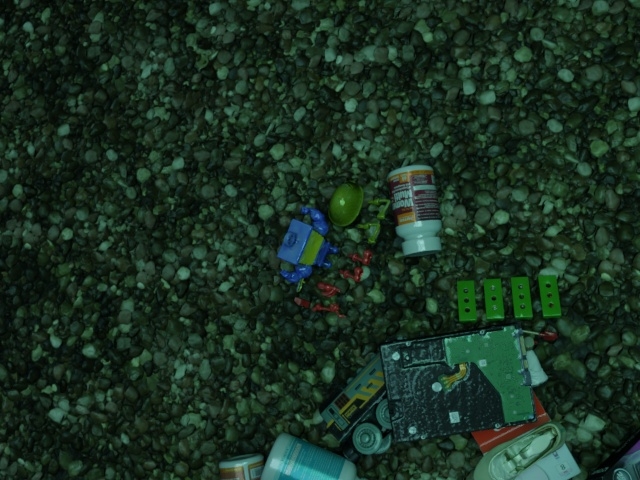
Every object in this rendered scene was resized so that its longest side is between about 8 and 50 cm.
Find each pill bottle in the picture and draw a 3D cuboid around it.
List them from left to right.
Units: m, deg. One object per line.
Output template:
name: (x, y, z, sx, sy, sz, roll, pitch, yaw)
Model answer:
pill bottle: (-0.192, 0.675, 1.905, 0.121, 0.121, 0.216, -11, 81, 13)
pill bottle: (-0.009, 0.600, 1.845, 0.264, 0.146, 0.146, 21, 89, 7)
pill bottle: (0.247, -0.075, 1.882, 0.121, 0.121, 0.221, -9, 81, 13)

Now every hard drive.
hard drive: (0.321, 0.333, 1.722, 0.338, 0.064, 0.237, -10, 88, 1)

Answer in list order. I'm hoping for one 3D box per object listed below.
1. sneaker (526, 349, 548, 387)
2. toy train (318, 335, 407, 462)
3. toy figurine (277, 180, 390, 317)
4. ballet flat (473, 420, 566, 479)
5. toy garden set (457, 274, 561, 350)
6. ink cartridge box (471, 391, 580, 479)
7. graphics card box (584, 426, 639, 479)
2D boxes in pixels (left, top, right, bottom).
sneaker: (0.436, 0.331, 1.815, 0.232, 0.090, 0.115, -17, 73, 3)
toy train: (0.151, 0.398, 1.850, 0.334, 0.142, 0.190, -48, 66, 4)
toy figurine: (0.000, 0.000, 1.857, 0.191, 0.217, 0.363, 24, 91, 38)
ballet flat: (0.462, 0.503, 1.705, 0.248, 0.086, 0.086, -38, 76, 8)
toy garden set: (0.469, 0.195, 1.815, 0.244, 0.049, 0.204, -4, 62, 10)
ink cartridge box: (0.484, 0.497, 1.757, 0.189, 0.066, 0.232, -31, 101, 9)
graphics card box: (0.792, 0.506, 1.611, 0.371, 0.094, 0.233, -32, 75, -21)
